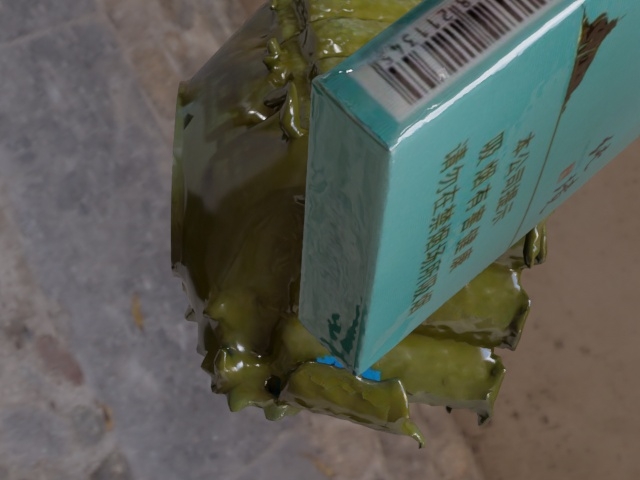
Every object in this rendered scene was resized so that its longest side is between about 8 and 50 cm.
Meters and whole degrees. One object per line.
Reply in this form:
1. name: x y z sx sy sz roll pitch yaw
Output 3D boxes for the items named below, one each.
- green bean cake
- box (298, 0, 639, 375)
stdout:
1. green bean cake: 0.000 0.000 0.866 0.202 0.285 0.310 12 28 -8
2. box: 0.089 -0.063 0.524 0.229 0.162 0.041 -38 69 -21
